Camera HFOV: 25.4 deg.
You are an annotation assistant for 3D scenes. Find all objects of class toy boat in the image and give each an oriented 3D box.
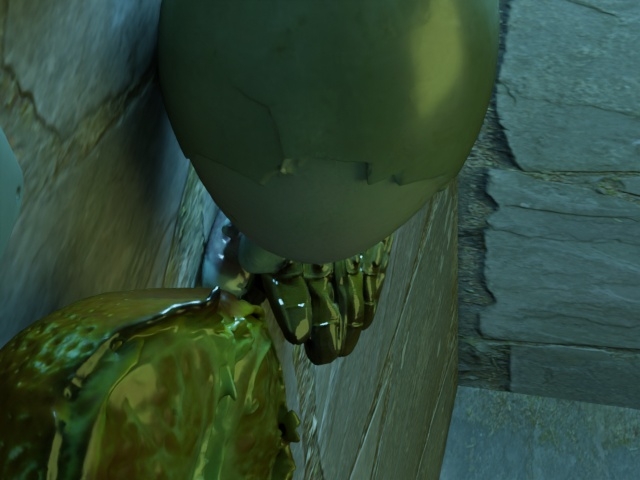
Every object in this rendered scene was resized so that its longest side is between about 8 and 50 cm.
[{"bbox_3d":[-0.055,-0.055,1.350,0.155,0.085,0.227,-39,-158,56],"label":"toy boat"}]

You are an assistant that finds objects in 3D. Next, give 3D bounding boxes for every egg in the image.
[{"bbox_3d":[0.005,-0.141,1.154,0.278,0.278,0.336,-45,138,-72],"label":"egg"}]

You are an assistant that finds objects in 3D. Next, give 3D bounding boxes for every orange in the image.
[{"bbox_3d":[-0.126,0.163,0.910,0.334,0.196,0.262,-35,116,-80],"label":"orange"}]

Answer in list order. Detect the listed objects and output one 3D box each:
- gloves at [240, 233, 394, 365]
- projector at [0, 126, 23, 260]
[{"bbox_3d":[0.003,-0.014,1.533,0.331,0.154,0.141,-78,-176,-50],"label":"gloves"},{"bbox_3d":[-0.220,0.008,0.646,0.257,0.079,0.259,79,23,-58],"label":"projector"}]
